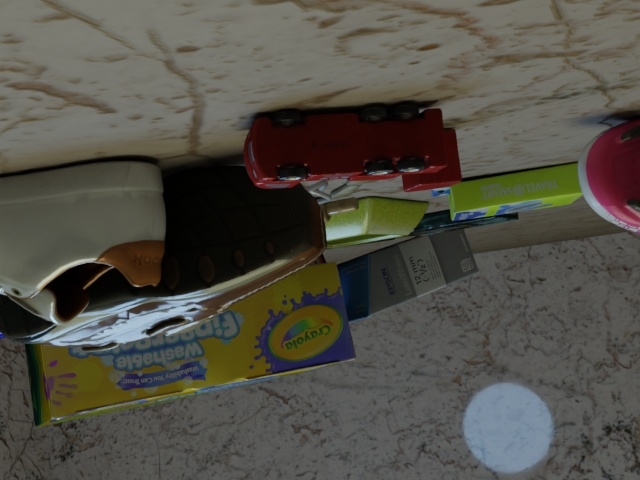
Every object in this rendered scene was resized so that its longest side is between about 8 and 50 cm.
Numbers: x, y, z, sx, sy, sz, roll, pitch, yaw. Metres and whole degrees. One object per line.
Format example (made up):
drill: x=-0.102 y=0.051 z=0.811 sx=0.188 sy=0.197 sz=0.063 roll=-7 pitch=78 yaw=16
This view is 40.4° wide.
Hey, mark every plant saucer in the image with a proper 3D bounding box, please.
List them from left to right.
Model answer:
plant saucer: x=0.035 y=-0.019 z=1.223 sx=0.188 sy=0.045 sz=0.188 roll=-10 pitch=175 yaw=31

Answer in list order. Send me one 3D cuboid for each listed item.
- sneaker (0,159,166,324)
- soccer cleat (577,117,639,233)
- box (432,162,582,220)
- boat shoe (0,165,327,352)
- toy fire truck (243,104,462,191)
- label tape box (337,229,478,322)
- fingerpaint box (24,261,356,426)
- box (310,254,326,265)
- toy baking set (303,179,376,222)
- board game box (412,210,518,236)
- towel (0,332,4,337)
sneaker: x=-0.265 y=0.014 z=0.713 sx=0.290 sy=0.123 sz=0.106 roll=-7 pitch=177 yaw=15
soccer cleat: x=0.367 y=-0.057 z=0.852 sx=0.331 sy=0.116 sz=0.143 roll=-6 pitch=175 yaw=-23
box: x=0.230 y=-0.058 z=1.087 sx=0.178 sy=0.042 sz=0.109 roll=-9 pitch=175 yaw=7
boat shoe: x=-0.141 y=0.026 z=0.796 sx=0.324 sy=0.122 sz=0.120 roll=-15 pitch=151 yaw=21
toy fire truck: x=0.031 y=-0.065 z=0.665 sx=0.192 sy=0.047 sz=0.135 roll=-5 pitch=176 yaw=-14
label tape box: x=0.087 y=0.082 z=1.653 sx=0.348 sy=0.115 sz=0.249 roll=-16 pitch=176 yaw=-34
fingerpaint box: x=-0.225 y=0.168 z=1.381 sx=0.445 sy=0.163 sz=0.371 roll=-8 pitch=170 yaw=-22
box: x=-0.050 y=0.058 z=1.657 sx=0.114 sy=0.036 sz=0.207 roll=-22 pitch=179 yaw=-4
toy baking set: x=-0.039 y=-0.037 z=0.988 sx=0.256 sy=0.030 sz=0.197 roll=-9 pitch=175 yaw=15
board game box: x=0.222 y=-0.033 z=1.456 sx=0.186 sy=0.026 sz=0.126 roll=-10 pitch=175 yaw=29
towel: x=-0.579 y=0.144 z=1.440 sx=0.308 sy=0.076 sz=0.227 roll=-19 pitch=-165 yaw=-9
